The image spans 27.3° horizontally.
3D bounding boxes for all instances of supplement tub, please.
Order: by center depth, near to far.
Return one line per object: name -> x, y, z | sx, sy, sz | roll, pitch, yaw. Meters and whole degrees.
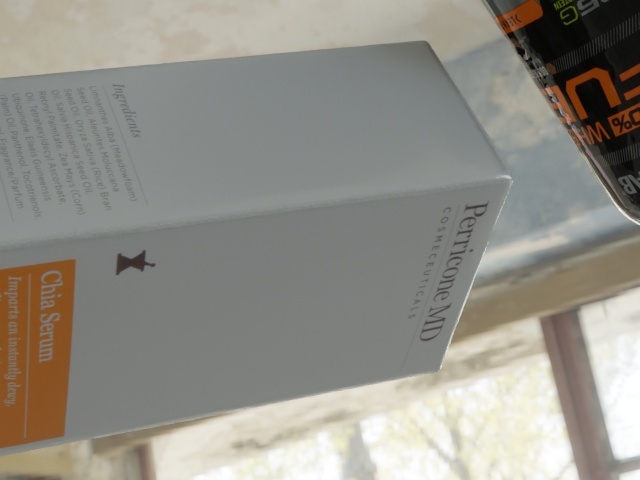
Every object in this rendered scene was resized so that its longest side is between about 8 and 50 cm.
supplement tub -> 0.271, -0.155, 1.034 | 0.207, 0.338, 0.207 | -34, 7, 5

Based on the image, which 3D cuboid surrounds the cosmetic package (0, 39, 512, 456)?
cosmetic package -> -0.117, 0.008, 0.952 | 0.453, 0.161, 0.230 | -9, -41, -21
